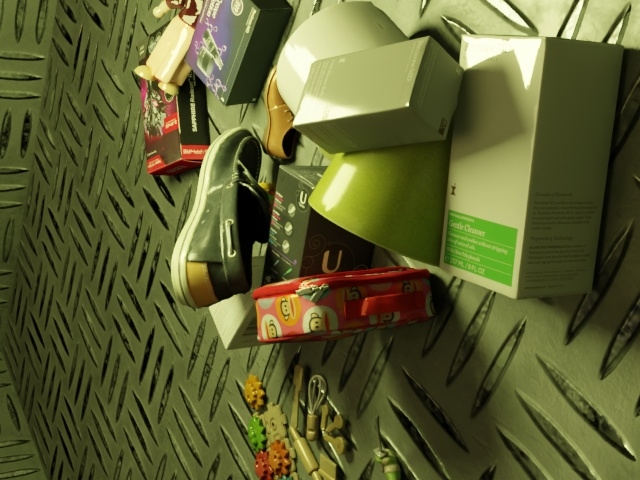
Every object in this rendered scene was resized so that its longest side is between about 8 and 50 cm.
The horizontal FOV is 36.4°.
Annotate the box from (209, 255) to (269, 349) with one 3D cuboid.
[{"bbox_3d":[-0.118,0.130,2.093,0.119,0.182,0.181,63,141,30],"label":"box"}]

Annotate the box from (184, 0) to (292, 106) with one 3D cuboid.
[{"bbox_3d":[-0.191,-0.465,2.211,0.184,0.103,0.261,47,132,26],"label":"box"}]

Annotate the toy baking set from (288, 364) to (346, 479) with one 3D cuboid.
[{"bbox_3d":[-0.007,0.399,2.085,0.256,0.030,0.196,55,133,40],"label":"toy baking set"}]

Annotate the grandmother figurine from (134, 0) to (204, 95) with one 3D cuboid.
[{"bbox_3d":[-0.306,-0.522,2.359,0.342,0.208,0.104,-58,11,19],"label":"grandmother figurine"}]

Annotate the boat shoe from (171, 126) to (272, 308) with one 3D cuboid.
[{"bbox_3d":[-0.171,-0.057,1.996,0.500,0.156,0.186,-79,-21,-49],"label":"boat shoe"}]

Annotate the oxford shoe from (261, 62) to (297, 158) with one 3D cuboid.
[{"bbox_3d":[-0.075,-0.279,2.112,0.076,0.076,0.212,24,121,39],"label":"oxford shoe"}]

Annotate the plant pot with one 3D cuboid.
[{"bbox_3d":[0.162,-0.143,1.589,0.275,0.275,0.293,38,108,50],"label":"plant pot"}]

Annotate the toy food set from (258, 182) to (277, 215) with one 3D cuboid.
[{"bbox_3d":[-0.131,-0.065,2.202,0.218,0.071,0.128,8,99,57],"label":"toy food set"}]

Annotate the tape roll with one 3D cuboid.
[{"bbox_3d":[0.066,-0.272,1.714,0.169,0.246,0.246,58,137,38],"label":"tape roll"}]

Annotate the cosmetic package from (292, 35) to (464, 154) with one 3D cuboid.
[{"bbox_3d":[0.085,-0.213,1.464,0.238,0.107,0.127,-7,60,45],"label":"cosmetic package"}]

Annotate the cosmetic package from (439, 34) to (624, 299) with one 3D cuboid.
[{"bbox_3d":[0.304,-0.115,1.434,0.197,0.155,0.365,20,110,59],"label":"cosmetic package"}]

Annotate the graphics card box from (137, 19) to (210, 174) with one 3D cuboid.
[{"bbox_3d":[-0.388,-0.370,2.568,0.233,0.094,0.370,-10,83,58],"label":"graphics card box"}]

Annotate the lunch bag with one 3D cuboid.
[{"bbox_3d":[0.052,0.115,1.720,0.258,0.293,0.120,-12,83,53],"label":"lunch bag"}]

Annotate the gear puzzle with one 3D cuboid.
[{"bbox_3d":[-0.126,0.470,2.258,0.175,0.044,0.338,-42,58,51],"label":"gear puzzle"}]

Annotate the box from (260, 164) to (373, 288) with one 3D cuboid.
[{"bbox_3d":[0.000,0.000,1.911,0.143,0.165,0.270,35,122,52],"label":"box"}]

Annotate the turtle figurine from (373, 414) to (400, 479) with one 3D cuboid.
[{"bbox_3d":[0.050,0.465,1.830,0.266,0.275,0.197,-32,28,47],"label":"turtle figurine"}]
